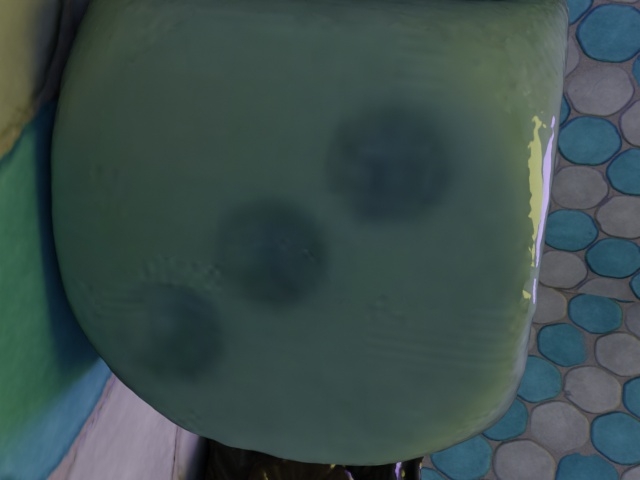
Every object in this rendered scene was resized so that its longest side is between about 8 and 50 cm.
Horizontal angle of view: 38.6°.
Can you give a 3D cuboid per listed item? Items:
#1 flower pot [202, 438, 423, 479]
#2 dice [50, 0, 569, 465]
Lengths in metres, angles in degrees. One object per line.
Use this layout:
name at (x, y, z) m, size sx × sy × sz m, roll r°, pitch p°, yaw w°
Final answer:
flower pot at (0.006, 0.240, 0.935) m, size 0.302 × 0.213 × 0.301 m, roll 9°, pitch 90°, yaw -80°
dice at (0.008, -0.041, 0.579) m, size 0.264 × 0.268 × 0.262 m, roll -58°, pitch 154°, yaw -62°
